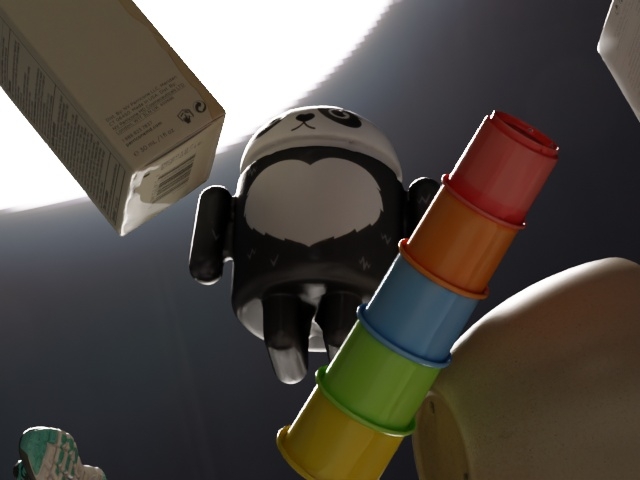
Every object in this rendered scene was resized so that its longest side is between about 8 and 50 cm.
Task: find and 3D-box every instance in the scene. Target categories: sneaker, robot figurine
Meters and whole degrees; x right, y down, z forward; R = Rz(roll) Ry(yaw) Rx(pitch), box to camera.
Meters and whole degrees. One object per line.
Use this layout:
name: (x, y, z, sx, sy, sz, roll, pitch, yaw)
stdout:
sneaker: (-0.269, 0.226, 1.738, 0.076, 0.065, 0.166, 7, -28, 17)
robot figurine: (-0.002, -0.001, 1.771, 0.209, 0.278, 0.173, 20, -35, -26)

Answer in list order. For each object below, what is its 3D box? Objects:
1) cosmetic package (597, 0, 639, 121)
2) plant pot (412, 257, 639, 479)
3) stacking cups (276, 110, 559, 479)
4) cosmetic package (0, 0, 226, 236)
cosmetic package: (0.400, -0.153, 1.580, 0.224, 0.225, 0.138, -5, -44, -17)
plant pot: (0.189, 0.168, 1.525, 0.191, 0.284, 0.284, -9, -11, -18)
stacking cups: (0.084, 0.053, 1.375, 0.096, 0.096, 0.316, 2, -56, -58)
cosmetic package: (-0.232, -0.173, 1.682, 0.113, 0.309, 0.160, -34, -11, -22)
